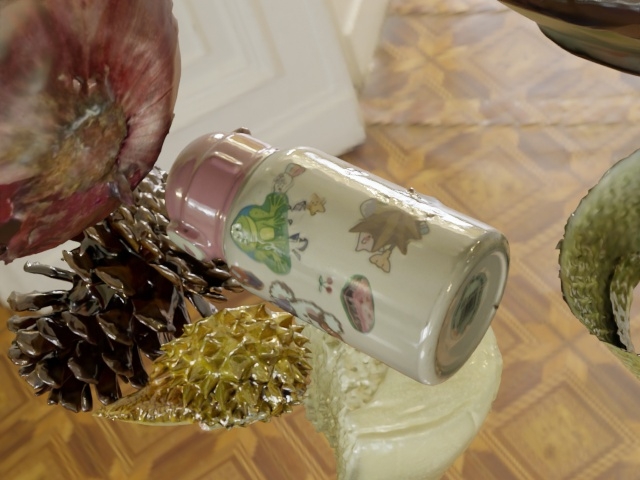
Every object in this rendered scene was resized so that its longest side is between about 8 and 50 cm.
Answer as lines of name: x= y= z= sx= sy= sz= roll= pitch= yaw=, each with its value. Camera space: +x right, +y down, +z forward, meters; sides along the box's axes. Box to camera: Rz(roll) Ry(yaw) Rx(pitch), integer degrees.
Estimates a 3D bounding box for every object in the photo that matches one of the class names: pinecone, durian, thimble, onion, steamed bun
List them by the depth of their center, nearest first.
onion: x=-0.211 y=-0.109 z=0.775 sx=0.219 sy=0.252 sz=0.252 roll=27 pitch=63 yaw=27
durian: x=-0.104 y=0.143 z=1.176 sx=0.224 sy=0.140 sz=0.078 roll=-21 pitch=43 yaw=-14
thimble: x=0.386 y=0.026 z=1.203 sx=0.271 sy=0.150 sz=0.271 roll=-23 pitch=46 yaw=27
pinecone: x=-0.222 y=0.054 z=1.311 sx=0.292 sy=0.246 sz=0.246 roll=-53 pitch=48 yaw=10
steamed bun: x=0.093 y=0.231 z=1.623 sx=0.273 sy=0.290 sz=0.272 roll=2 pitch=64 yaw=-2

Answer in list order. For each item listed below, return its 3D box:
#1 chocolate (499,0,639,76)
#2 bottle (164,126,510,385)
chocolate: x=0.187 y=-0.184 z=0.641 sx=0.283 sy=0.283 sz=0.186 roll=10 pitch=82 yaw=26
bottle: x=0.000 y=0.000 z=0.882 sx=0.253 sy=0.120 sz=0.120 roll=25 pitch=61 yaw=26
